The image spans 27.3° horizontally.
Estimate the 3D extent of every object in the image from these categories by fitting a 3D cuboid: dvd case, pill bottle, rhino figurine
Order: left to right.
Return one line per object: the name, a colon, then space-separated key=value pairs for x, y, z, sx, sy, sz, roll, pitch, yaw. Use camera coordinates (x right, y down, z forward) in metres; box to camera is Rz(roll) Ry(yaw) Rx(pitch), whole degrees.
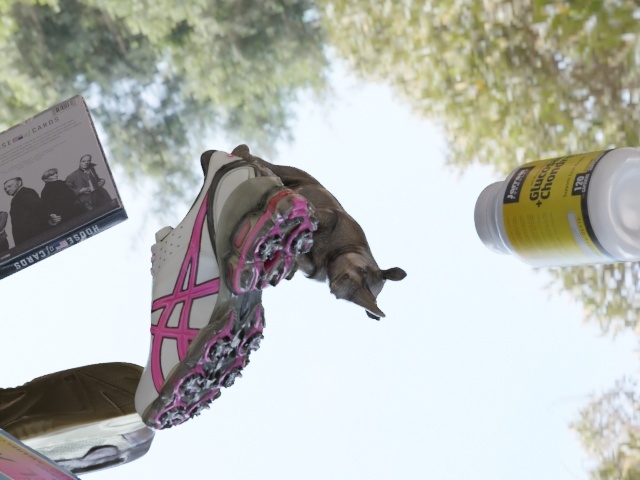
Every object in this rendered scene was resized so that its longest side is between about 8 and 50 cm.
dvd case: x=-0.345 y=-0.068 z=1.612 sx=0.179 sy=0.029 sz=0.239 roll=-26 pitch=-135 yaw=-2
rhino figurine: x=0.000 y=0.000 z=1.192 sx=0.073 sy=0.106 sz=0.243 roll=-57 pitch=-139 yaw=12
pill bottle: x=0.229 y=-0.027 z=1.230 sx=0.103 sy=0.103 sz=0.184 roll=-51 pitch=-157 yaw=-25

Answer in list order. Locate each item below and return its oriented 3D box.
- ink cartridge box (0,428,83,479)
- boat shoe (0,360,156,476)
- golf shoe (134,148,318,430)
ink cartridge box: x=-0.198 y=0.189 z=0.342 sx=0.151 sy=0.395 sz=0.270 roll=24 pitch=-91 yaw=19
boat shoe: x=-0.213 y=0.139 z=0.878 sx=0.223 sy=0.073 sz=0.080 roll=-10 pitch=-149 yaw=-20
golf shoe: x=-0.073 y=0.032 z=0.818 sx=0.086 sy=0.067 sz=0.186 roll=38 pitch=-68 yaw=26
